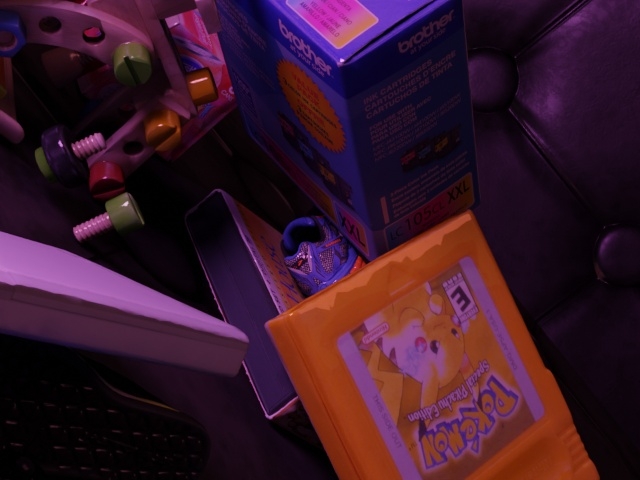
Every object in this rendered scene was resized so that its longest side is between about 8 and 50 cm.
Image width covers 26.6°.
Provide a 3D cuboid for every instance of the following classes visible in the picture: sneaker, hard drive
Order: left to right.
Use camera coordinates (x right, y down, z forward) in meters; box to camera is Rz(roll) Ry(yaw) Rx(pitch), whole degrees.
[{"bbox_3d":[-0.204,0.027,0.908,0.203,0.040,0.307,22,0,27],"label":"hard drive"},{"bbox_3d":[-0.178,0.117,0.931,0.097,0.084,0.235,24,-10,47],"label":"sneaker"},{"bbox_3d":[0.000,0.000,1.507,0.087,0.083,0.221,41,12,-16],"label":"sneaker"}]

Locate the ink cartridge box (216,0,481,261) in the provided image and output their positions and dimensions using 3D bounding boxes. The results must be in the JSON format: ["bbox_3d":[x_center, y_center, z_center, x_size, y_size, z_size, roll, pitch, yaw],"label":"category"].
[{"bbox_3d":[0.015,-0.196,1.363,0.270,0.151,0.395,46,-19,32],"label":"ink cartridge box"}]

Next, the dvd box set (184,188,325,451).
[{"bbox_3d":[0.035,0.144,1.534,0.420,0.062,0.307,38,18,-44],"label":"dvd box set"}]

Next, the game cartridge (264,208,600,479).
[{"bbox_3d":[0.123,0.164,1.341,0.285,0.053,0.323,-29,93,-39],"label":"game cartridge"}]

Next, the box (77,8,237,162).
[{"bbox_3d":[-0.208,-0.255,1.622,0.154,0.142,0.300,41,17,-39],"label":"box"}]

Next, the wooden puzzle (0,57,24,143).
[{"bbox_3d":[-0.359,-0.217,1.235,0.221,0.044,0.238,40,17,-39],"label":"wooden puzzle"}]

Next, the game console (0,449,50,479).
[{"bbox_3d":[-0.125,0.266,0.725,0.361,0.044,0.213,56,14,22],"label":"game console"}]

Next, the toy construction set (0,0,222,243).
[{"bbox_3d":[-0.167,-0.194,1.300,0.309,0.237,0.257,-102,166,-70],"label":"toy construction set"}]
